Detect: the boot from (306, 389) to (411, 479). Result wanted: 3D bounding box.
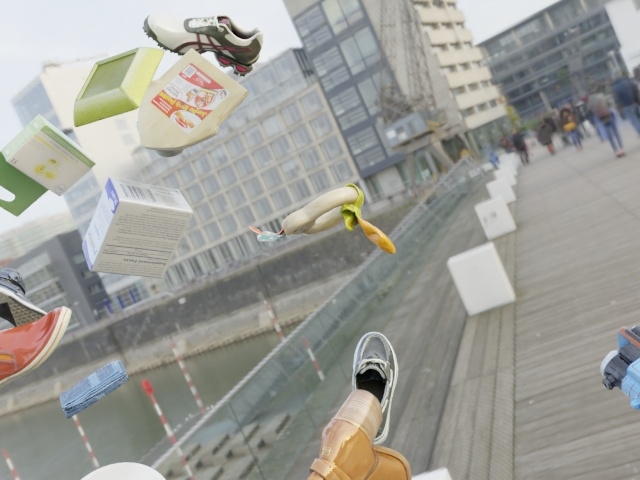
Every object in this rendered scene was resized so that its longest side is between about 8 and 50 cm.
[{"bbox_3d":[0.035,0.289,0.759,0.073,0.197,0.152,-2,34,34],"label":"boot"}]

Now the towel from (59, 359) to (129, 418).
[{"bbox_3d":[-0.393,0.252,1.141,0.119,0.029,0.067,-33,27,-15],"label":"towel"}]

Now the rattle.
[{"bbox_3d":[0.000,0.000,1.117,0.200,0.142,0.130,-25,1,-21],"label":"rattle"}]

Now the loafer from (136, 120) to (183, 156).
[{"bbox_3d":[-0.347,-0.247,1.502,0.112,0.111,0.319,-27,15,-2],"label":"loafer"}]

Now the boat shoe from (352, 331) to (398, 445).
[{"bbox_3d":[0.144,0.362,1.718,0.121,0.119,0.335,-2,45,5],"label":"boat shoe"}]

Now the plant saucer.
[{"bbox_3d":[-0.447,-0.344,1.426,0.188,0.045,0.188,-9,51,27],"label":"plant saucer"}]

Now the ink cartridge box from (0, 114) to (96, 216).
[{"bbox_3d":[-0.665,-0.155,1.517,0.235,0.056,0.171,-43,-35,-1],"label":"ink cartridge box"}]

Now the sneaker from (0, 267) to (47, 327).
[{"bbox_3d":[-0.746,0.164,1.661,0.086,0.226,0.163,-42,31,-4],"label":"sneaker"}]

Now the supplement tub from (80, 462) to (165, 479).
[{"bbox_3d":[-0.345,0.572,1.191,0.228,0.316,0.228,2,40,-1],"label":"supplement tub"}]

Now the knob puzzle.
[{"bbox_3d":[-0.244,-0.232,1.180,0.213,0.213,0.030,-24,-28,6],"label":"knob puzzle"}]

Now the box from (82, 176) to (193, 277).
[{"bbox_3d":[-0.291,-0.018,1.044,0.126,0.072,0.137,10,-60,-40],"label":"box"}]

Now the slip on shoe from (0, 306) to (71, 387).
[{"bbox_3d":[-0.719,0.252,1.552,0.331,0.101,0.123,-31,35,16],"label":"slip on shoe"}]

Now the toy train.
[{"bbox_3d":[0.392,0.162,0.718,0.105,0.080,0.184,-29,37,-10],"label":"toy train"}]

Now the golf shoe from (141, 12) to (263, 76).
[{"bbox_3d":[-0.265,-0.479,1.513,0.273,0.105,0.120,12,-37,-23],"label":"golf shoe"}]
